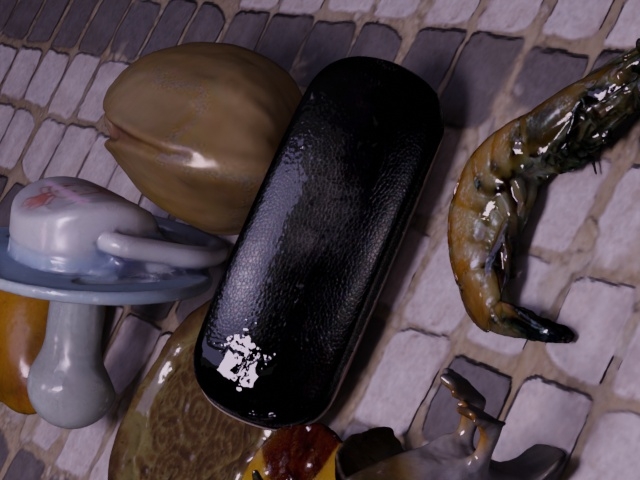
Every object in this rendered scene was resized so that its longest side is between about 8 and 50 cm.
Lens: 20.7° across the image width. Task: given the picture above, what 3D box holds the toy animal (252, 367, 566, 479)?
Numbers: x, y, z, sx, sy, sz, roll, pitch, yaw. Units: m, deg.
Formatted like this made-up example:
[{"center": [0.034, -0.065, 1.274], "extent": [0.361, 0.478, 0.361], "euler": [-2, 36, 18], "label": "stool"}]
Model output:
[{"center": [0.053, 0.157, 1.157], "extent": [0.160, 0.197, 0.272], "euler": [-48, 30, 14], "label": "toy animal"}]

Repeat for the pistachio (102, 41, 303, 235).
[{"center": [-0.101, -0.093, 1.560], "extent": [0.293, 0.181, 0.162], "euler": [-141, 53, -61], "label": "pistachio"}]

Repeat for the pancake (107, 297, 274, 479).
[{"center": [-0.101, 0.151, 1.509], "extent": [0.250, 0.031, 0.250], "euler": [-37, 39, 37], "label": "pancake"}]

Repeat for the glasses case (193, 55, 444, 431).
[{"center": [0.000, 0.000, 1.404], "extent": [0.122, 0.075, 0.314], "euler": [20, 80, 13], "label": "glasses case"}]

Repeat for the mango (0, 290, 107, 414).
[{"center": [-0.279, 0.073, 1.749], "extent": [0.147, 0.109, 0.227], "euler": [-10, 54, 23], "label": "mango"}]

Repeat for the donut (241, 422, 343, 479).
[{"center": [-0.012, 0.204, 1.317], "extent": [0.140, 0.059, 0.140], "euler": [-35, 40, 36], "label": "donut"}]

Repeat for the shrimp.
[{"center": [0.186, -0.030, 1.244], "extent": [0.262, 0.051, 0.198], "euler": [-38, 45, 36], "label": "shrimp"}]

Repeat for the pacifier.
[{"center": [-0.211, 0.061, 1.602], "extent": [0.287, 0.238, 0.226], "euler": [27, 112, 57], "label": "pacifier"}]
